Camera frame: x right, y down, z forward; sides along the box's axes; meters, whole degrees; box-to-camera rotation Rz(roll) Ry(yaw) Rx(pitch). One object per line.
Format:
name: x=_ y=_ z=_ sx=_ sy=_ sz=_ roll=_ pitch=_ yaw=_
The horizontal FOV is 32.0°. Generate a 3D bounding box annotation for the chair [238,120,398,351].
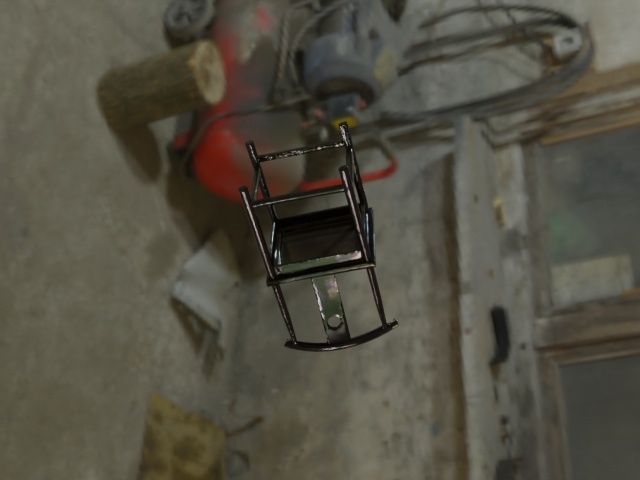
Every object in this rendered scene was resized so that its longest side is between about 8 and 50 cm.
chair: x=0.000 y=0.000 z=1.443 sx=0.141 sy=0.155 sz=0.260 roll=-87 pitch=165 yaw=-56
